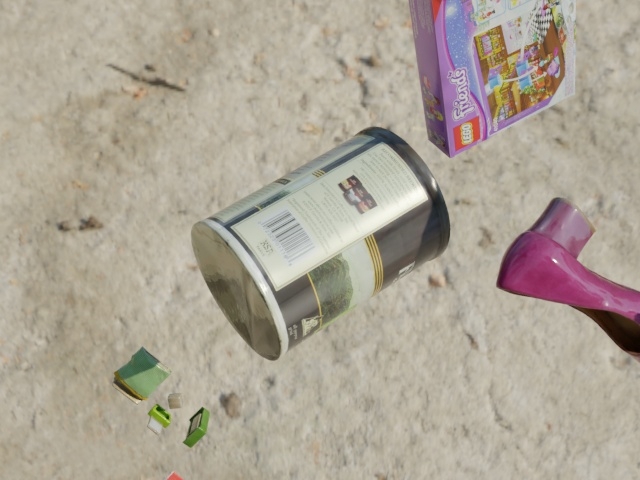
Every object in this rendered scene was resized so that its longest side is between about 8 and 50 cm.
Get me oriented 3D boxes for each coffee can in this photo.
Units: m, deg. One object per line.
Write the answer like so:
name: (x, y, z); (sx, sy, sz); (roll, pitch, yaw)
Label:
coffee can: (0.000, 0.000, 1.136); (0.275, 0.201, 0.201); (-31, 57, -22)

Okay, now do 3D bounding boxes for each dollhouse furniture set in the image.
dollhouse furniture set: (-0.234, 0.235, 1.274); (0.152, 0.076, 0.058); (42, 16, -14)

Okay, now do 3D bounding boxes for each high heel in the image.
high heel: (0.412, 0.125, 1.330); (0.377, 0.127, 0.181); (46, 68, -12)

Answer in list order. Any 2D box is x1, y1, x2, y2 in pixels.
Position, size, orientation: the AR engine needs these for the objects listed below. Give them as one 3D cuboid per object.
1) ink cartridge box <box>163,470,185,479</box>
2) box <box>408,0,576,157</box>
ink cartridge box: (-0.219, 0.490, 1.227); (0.261, 0.296, 0.066); (-46, 52, -12)
box: (0.210, -0.263, 1.045); (0.201, 0.293, 0.057); (-27, 45, -13)
